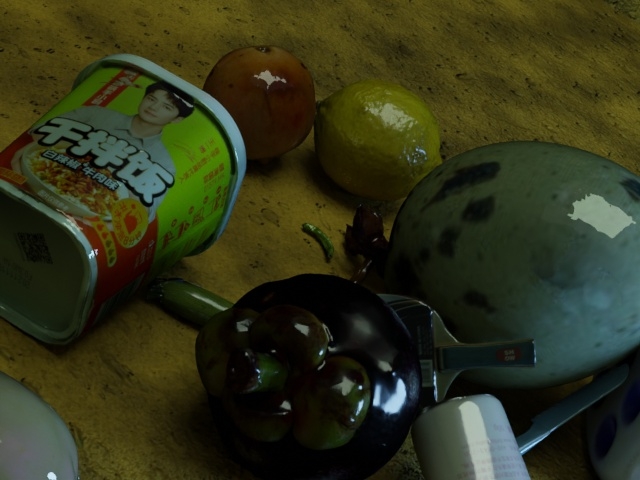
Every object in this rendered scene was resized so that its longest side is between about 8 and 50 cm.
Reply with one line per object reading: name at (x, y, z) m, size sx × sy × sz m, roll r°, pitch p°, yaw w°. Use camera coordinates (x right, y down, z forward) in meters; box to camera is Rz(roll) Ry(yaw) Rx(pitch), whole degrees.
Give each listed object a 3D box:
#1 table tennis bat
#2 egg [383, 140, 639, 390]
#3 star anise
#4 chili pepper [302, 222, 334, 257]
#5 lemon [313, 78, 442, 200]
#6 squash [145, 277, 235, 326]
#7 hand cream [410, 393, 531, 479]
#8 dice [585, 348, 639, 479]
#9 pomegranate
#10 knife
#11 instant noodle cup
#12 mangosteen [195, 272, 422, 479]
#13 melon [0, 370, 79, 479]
table tennis bat at (0.124, 0.152, 1.648) m, size 0.301 × 0.173 × 0.022 m, roll -3°, pitch -2°, yaw 14°
egg at (0.289, 0.031, 1.771) m, size 0.345 × 0.428 × 0.345 m, roll 19°, pitch 66°, yaw -50°
star anise at (0.060, 0.042, 1.925) m, size 0.158 × 0.144 × 0.140 m, roll 44°, pitch -9°, yaw 13°
chili pepper at (0.000, 0.001, 1.962) m, size 0.030 × 0.017 × 0.083 m, roll -9°, pitch 44°, yaw -42°
lemon at (0.090, -0.163, 2.092) m, size 0.231 × 0.192 × 0.192 m, roll 28°, pitch 33°, yaw 3°
squash at (-0.145, 0.094, 1.702) m, size 0.183 × 0.052 × 0.052 m, roll 27°, pitch 33°, yaw 5°
hand cream at (0.211, 0.356, 1.529) m, size 0.185 × 0.118 × 0.359 m, roll 4°, pitch 57°, yaw -35°
dice at (0.560, 0.245, 1.787) m, size 0.304 × 0.277 × 0.304 m, roll 24°, pitch 35°, yaw -7°
pomegranate at (-0.100, -0.216, 2.045) m, size 0.191 × 0.191 × 0.191 m, roll 19°, pitch 34°, yaw -13°
knife at (0.300, 0.244, 1.720) m, size 0.313 × 0.019 × 0.044 m, roll -28°, pitch 30°, yaw -21°
instant noodle cup at (-0.285, -0.045, 1.619) m, size 0.294 × 0.294 × 0.308 m, roll 32°, pitch 40°, yaw 8°
mangosteen at (-0.026, 0.166, 1.528) m, size 0.287 × 0.233 × 0.288 m, roll 22°, pitch 37°, yaw -18°
melon at (-0.376, 0.212, 1.211) m, size 0.316 × 0.223 × 0.223 m, roll 21°, pitch 33°, yaw -9°
